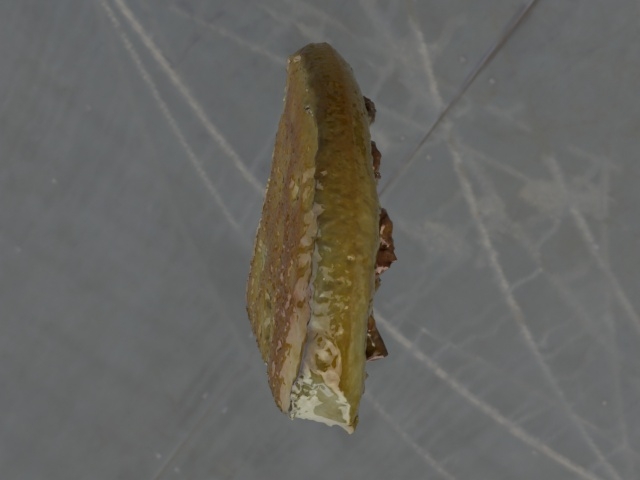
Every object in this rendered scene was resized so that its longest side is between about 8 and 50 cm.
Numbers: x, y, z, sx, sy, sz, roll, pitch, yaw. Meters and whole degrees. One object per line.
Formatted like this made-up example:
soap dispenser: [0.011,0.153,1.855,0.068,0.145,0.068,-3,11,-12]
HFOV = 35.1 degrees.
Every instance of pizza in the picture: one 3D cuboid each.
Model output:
pizza: [0.001,0.000,0.448,0.046,0.175,0.134,7,163,-13]
